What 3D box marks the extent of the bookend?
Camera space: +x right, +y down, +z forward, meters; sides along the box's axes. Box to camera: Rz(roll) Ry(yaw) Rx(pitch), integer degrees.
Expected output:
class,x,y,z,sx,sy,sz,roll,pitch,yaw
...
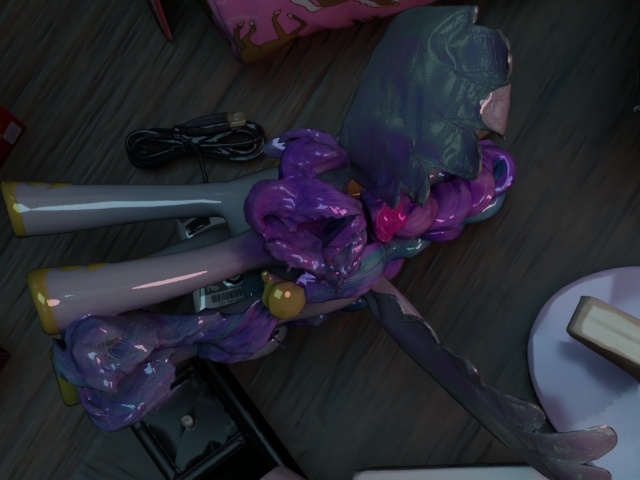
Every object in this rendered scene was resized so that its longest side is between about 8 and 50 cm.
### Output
class,x,y,z,sx,sy,sz,roll,pitch,yaw
bookend,-0.105,0.175,1.022,0.156,0.072,0.157,-36,79,0

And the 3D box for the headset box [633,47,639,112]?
class,x,y,z,sx,sy,sz,roll,pitch,yaw
headset box,0.342,-0.180,0.940,0.131,0.246,0.283,-3,78,49

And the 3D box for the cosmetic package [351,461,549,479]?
class,x,y,z,sx,sy,sz,roll,pitch,yaw
cosmetic package,0.103,0.243,0.951,0.151,0.151,0.184,-4,81,6

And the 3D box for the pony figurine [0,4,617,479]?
class,x,y,z,sx,sy,sz,roll,pitch,yaw
pony figurine,0.000,0.000,0.893,0.363,0.351,0.303,-16,112,-12

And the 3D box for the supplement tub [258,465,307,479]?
class,x,y,z,sx,sy,sz,roll,pitch,yaw
supplement tub,0.059,0.295,0.748,0.331,0.241,0.241,32,86,12

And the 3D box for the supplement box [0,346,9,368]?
class,x,y,z,sx,sy,sz,roll,pitch,yaw
supplement box,-0.343,0.075,1.054,0.188,0.081,0.104,32,85,9

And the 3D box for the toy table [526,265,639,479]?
class,x,y,z,sx,sy,sz,roll,pitch,yaw
toy table,0.275,0.111,0.953,0.274,0.161,0.252,14,83,6

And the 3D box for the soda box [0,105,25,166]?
class,x,y,z,sx,sy,sz,roll,pitch,yaw
soda box,-0.298,-0.098,0.983,0.092,0.263,0.083,31,84,9

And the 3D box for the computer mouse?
class,x,y,z,sx,sy,sz,roll,pitch,yaw
computer mouse,-0.076,0.000,1.061,0.106,0.042,0.193,-13,77,-8

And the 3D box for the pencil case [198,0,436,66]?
class,x,y,z,sx,sy,sz,roll,pitch,yaw
pencil case,0.073,-0.266,1.030,0.386,0.160,0.167,-22,47,2

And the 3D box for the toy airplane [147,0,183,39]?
class,x,y,z,sx,sy,sz,roll,pitch,yaw
toy airplane,-0.149,-0.221,1.068,0.151,0.151,0.028,43,72,10
